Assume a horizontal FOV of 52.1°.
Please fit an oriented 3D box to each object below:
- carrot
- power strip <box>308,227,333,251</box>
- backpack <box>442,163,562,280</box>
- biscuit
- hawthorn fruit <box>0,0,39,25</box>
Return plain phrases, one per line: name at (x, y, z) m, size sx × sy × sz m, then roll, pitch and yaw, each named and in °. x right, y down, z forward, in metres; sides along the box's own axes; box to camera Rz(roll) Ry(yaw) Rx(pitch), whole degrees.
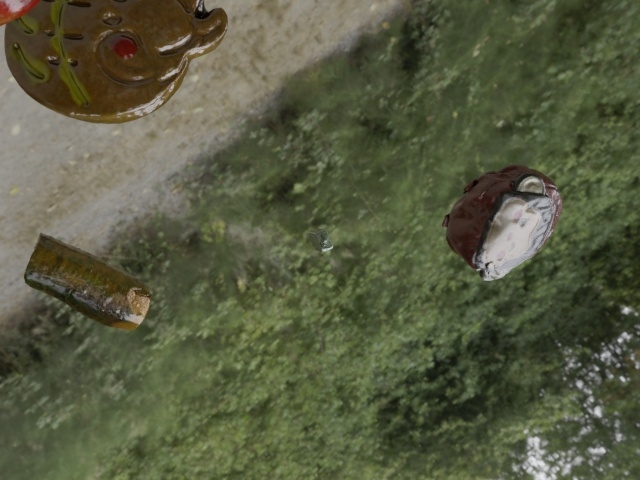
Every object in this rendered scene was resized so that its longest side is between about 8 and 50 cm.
carrot at (-0.315, 0.061, 0.890) m, size 0.082 × 0.173 × 0.082 m, roll -47°, pitch -156°, yaw 29°
power strip at (0.000, 0.000, 0.818) m, size 0.017 × 0.027 × 0.083 m, roll -25°, pitch -175°, yaw -8°
backpack at (0.351, -0.041, 1.225) m, size 0.229 × 0.229 × 0.139 m, roll -41°, pitch -136°, yaw 2°
biscuit at (-0.330, -0.384, 1.086) m, size 0.070 × 0.351 × 0.394 m, roll 123°, pitch -29°, yaw -77°
hawthorn fruit at (-0.375, -0.301, 0.731) m, size 0.133 × 0.138 × 0.132 m, roll -32°, pitch 129°, yaw -51°
